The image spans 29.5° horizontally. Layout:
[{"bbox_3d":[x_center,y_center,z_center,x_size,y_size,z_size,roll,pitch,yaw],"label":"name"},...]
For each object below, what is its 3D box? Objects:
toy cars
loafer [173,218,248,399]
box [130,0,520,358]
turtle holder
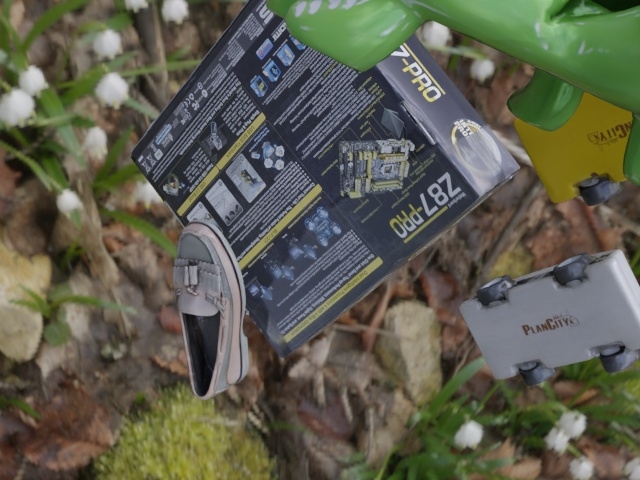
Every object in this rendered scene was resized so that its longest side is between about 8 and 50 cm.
[{"bbox_3d":[0.235,-0.020,1.004,0.176,0.394,0.087,35,46,27],"label":"toy cars"},{"bbox_3d":[-0.075,0.049,0.802,0.045,0.125,0.039,10,33,31],"label":"loafer"},{"bbox_3d":[-0.016,-0.088,1.348,0.097,0.395,0.318,-31,81,-44],"label":"box"},{"bbox_3d":[0.107,-0.167,0.554,0.243,0.320,0.228,25,102,3],"label":"turtle holder"}]
